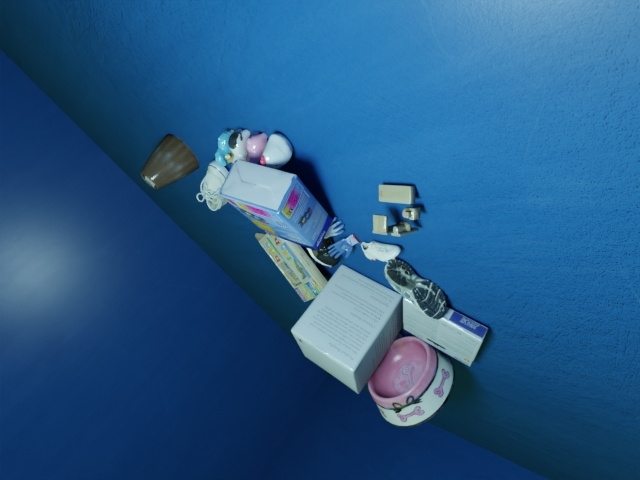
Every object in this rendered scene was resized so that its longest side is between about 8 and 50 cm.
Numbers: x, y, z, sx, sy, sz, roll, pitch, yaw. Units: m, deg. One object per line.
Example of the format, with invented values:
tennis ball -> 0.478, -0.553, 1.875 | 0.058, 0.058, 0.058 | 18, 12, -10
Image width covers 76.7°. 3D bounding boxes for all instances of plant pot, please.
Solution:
plant pot -> -0.756, -0.364, 1.983 | 0.215, 0.230, 0.215 | 32, 156, 16

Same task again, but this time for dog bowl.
dog bowl -> 0.387, 0.611, 1.823 | 0.150, 0.408, 0.408 | 48, 155, -19

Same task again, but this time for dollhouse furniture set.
dollhouse furniture set -> 0.252, -0.099, 1.234 | 0.144, 0.123, 0.151 | 12, 110, 47

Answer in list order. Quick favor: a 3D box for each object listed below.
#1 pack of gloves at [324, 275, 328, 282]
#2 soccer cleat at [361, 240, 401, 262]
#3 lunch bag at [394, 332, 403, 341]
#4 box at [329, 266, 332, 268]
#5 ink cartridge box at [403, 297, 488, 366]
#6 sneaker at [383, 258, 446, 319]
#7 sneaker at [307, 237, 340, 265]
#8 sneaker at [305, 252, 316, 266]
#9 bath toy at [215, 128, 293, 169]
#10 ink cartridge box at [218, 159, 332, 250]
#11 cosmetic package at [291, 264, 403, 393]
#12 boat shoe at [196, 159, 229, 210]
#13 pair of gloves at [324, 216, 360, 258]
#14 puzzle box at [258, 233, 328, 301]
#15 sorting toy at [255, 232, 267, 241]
pack of gloves -> 0.012, 0.220, 2.161 | 0.232, 0.046, 0.195 | 14, 158, 50
soccer cleat -> 0.215, 0.036, 1.483 | 0.076, 0.068, 0.196 | 50, 157, -16
lunch bag -> 0.318, 0.515, 2.132 | 0.279, 0.108, 0.224 | 19, 146, 36
box -> 0.030, 0.071, 1.861 | 0.094, 0.027, 0.137 | 37, 157, 10
ink cartridge box -> 0.492, 0.357, 1.647 | 0.324, 0.071, 0.330 | 27, 157, 26
sneaker -> 0.353, 0.181, 1.522 | 0.283, 0.110, 0.122 | 45, 169, 4
sneaker -> 0.000, 0.000, 1.691 | 0.283, 0.107, 0.124 | 48, 149, -19
sneaker -> -0.060, 0.108, 2.030 | 0.053, 0.061, 0.152 | 21, 140, 53
bath toy -> -0.244, -0.311, 1.457 | 0.348, 0.129, 0.151 | 15, 147, 42
ink cartridge box -> -0.136, -0.106, 1.464 | 0.270, 0.151, 0.395 | 19, 168, 29
cosmetic package -> 0.136, 0.395, 1.827 | 0.329, 0.394, 0.327 | 28, 154, 27
boat shoe -> -0.521, -0.240, 1.951 | 0.136, 0.156, 0.367 | 39, 157, 0
pair of gloves -> 0.060, -0.008, 1.609 | 0.198, 0.023, 0.159 | 42, 130, -19
puzzle box -> -0.137, 0.116, 2.030 | 0.409, 0.052, 0.272 | 53, 151, -1
sorting toy -> -0.253, 0.044, 2.225 | 0.193, 0.038, 0.208 | 10, 138, 49
